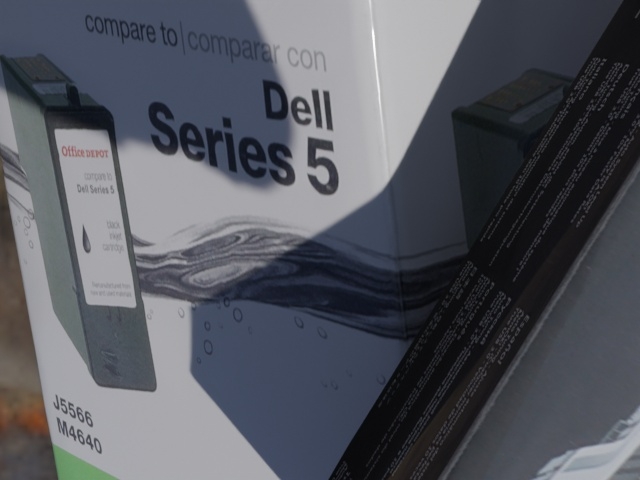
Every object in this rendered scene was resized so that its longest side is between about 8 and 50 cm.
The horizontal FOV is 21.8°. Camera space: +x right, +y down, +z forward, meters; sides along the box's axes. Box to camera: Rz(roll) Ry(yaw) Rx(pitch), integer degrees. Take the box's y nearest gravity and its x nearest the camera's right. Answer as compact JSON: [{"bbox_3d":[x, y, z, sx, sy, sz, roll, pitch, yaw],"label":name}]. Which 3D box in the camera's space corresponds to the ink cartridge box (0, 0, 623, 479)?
[{"bbox_3d":[0.000,0.000,0.509,0.115,0.273,0.198,-22,-156,-36],"label":"ink cartridge box"}]

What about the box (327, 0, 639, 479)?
[{"bbox_3d":[0.156,0.036,0.351,0.242,0.307,0.076,31,-175,-10],"label":"box"}]
